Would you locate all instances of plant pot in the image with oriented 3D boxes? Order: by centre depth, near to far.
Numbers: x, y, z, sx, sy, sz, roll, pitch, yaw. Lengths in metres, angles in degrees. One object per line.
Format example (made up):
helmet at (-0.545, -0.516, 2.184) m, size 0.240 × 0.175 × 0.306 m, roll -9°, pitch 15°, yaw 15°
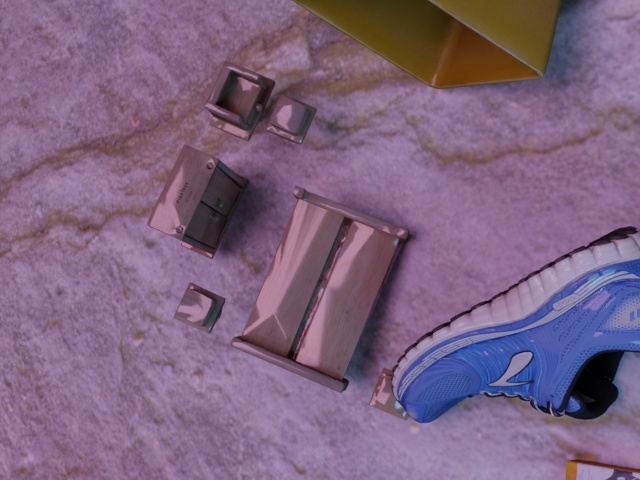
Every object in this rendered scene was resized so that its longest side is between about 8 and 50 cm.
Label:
plant pot at (0.124, -0.289, 1.046) m, size 0.187 × 0.212 × 0.212 m, roll -65°, pitch 24°, yaw -6°

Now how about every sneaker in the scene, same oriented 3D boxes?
sneaker at (0.199, 0.120, 1.008) m, size 0.330 × 0.129 × 0.147 m, roll -37°, pitch 76°, yaw 44°

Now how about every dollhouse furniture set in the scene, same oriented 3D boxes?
dollhouse furniture set at (0.000, 0.000, 1.243) m, size 0.355 × 0.174 × 0.303 m, roll 23°, pitch 87°, yaw 8°

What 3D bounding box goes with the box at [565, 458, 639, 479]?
box at (0.297, 0.258, 0.986) m, size 0.136 × 0.028 × 0.081 m, roll 3°, pitch 87°, yaw 36°
